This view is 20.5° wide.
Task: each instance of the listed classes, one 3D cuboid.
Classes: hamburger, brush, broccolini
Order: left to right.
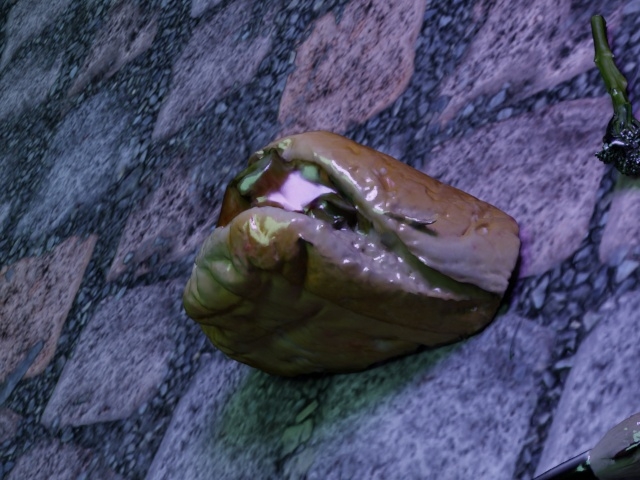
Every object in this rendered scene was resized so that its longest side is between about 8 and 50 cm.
[{"bbox_3d":[-0.002,0.001,1.539,0.330,0.209,0.162,-12,50,49],"label":"hamburger"},{"bbox_3d":[0.140,0.196,1.292,0.299,0.039,0.042,-35,36,35],"label":"brush"},{"bbox_3d":[0.250,-0.126,1.474,0.042,0.044,0.218,-55,19,36],"label":"broccolini"}]
